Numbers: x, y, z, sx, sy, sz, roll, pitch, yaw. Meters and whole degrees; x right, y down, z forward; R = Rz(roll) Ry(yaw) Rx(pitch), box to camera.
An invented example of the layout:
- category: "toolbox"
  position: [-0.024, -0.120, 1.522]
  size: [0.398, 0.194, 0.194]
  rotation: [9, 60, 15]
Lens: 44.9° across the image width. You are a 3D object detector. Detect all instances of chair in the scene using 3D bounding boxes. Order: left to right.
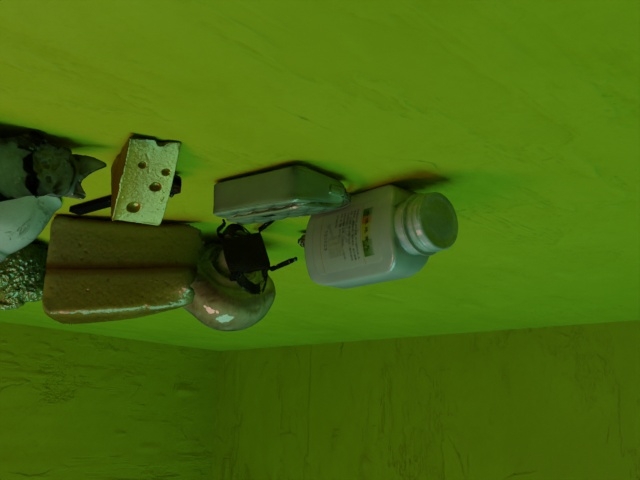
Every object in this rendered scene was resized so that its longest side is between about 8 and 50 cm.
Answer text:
- category: "chair"
  position: [-0.157, 0.028, 1.746]
  size: [0.149, 0.174, 0.213]
  rotation: [-12, 167, -21]

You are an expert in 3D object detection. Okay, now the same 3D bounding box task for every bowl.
- category: "bowl"
  position: [-0.709, -0.033, 1.608]
  size: [0.314, 0.146, 0.313]
  rotation: [2, 165, 1]

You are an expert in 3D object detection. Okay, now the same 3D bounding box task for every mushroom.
- category: "mushroom"
  position: [-0.233, 0.093, 1.931]
  size: [0.260, 0.254, 0.234]
  rotation: [4, 129, -26]

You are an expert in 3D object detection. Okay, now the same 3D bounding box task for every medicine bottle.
- category: "medicine bottle"
  position: [0.113, -0.009, 1.531]
  size: [0.124, 0.179, 0.324]
  rotation: [14, 160, -37]

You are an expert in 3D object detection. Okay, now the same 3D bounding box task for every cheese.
- category: "cheese"
  position: [-0.308, -0.126, 1.361]
  size: [0.093, 0.126, 0.171]
  rotation: [6, 145, -22]

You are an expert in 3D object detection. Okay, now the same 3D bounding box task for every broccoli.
- category: "broccoli"
  position: [-0.850, 0.094, 2.038]
  size: [0.302, 0.186, 0.254]
  rotation: [-9, 173, 15]

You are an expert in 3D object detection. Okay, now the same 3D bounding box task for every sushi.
- category: "sushi"
  position: [-0.512, -0.128, 1.310]
  size: [0.273, 0.134, 0.109]
  rotation: [-6, -174, -33]

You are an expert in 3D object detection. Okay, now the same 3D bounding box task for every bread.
- category: "bread"
  position: [-0.452, 0.081, 1.846]
  size: [0.362, 0.233, 0.245]
  rotation: [2, 166, -2]

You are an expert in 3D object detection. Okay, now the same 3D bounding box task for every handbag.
- category: "handbag"
  position: [-0.064, -0.074, 1.515]
  size: [0.256, 0.079, 0.219]
  rotation: [-8, 166, 39]

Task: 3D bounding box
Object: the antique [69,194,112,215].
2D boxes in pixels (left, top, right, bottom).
- category: "antique"
  position: [-0.474, -0.078, 1.661]
  size: [0.192, 0.015, 0.031]
  rotation: [-10, 161, 39]

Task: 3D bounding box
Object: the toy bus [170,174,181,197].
- category: "toy bus"
  position: [-0.311, -0.102, 1.491]
  size: [0.110, 0.043, 0.031]
  rotation: [-8, 159, 40]

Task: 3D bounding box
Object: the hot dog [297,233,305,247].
- category: "hot dog"
  position: [0.000, 0.000, 1.880]
  size: [0.122, 0.037, 0.049]
  rotation: [5, 155, -36]
